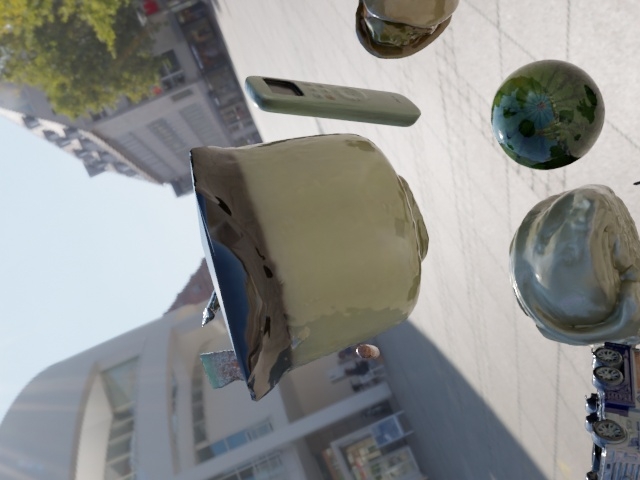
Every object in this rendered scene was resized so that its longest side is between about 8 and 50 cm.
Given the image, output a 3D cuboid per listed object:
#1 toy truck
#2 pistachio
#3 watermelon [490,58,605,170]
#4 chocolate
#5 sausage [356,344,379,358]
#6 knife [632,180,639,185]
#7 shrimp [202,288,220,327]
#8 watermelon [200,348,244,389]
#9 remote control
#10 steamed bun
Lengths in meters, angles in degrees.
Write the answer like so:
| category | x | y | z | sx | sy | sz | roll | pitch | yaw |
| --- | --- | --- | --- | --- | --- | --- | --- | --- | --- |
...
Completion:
| category | x | y | z | sx | sy | sz | roll | pitch | yaw |
| --- | --- | --- | --- | --- | --- | --- | --- | --- | --- |
| toy truck | 0.501 | 0.285 | 1.041 | 0.268 | 0.155 | 0.124 | -54 | -36 | -55 |
| pistachio | 0.127 | -0.354 | 0.993 | 0.215 | 0.144 | 0.144 | -55 | -46 | -40 |
| watermelon | 0.389 | -0.213 | 1.140 | 0.215 | 0.188 | 0.188 | -8 | -108 | -65 |
| chocolate | 0.000 | 0.000 | 0.885 | 0.326 | 0.297 | 0.314 | -118 | 12 | -86 |
| sausage | 0.120 | 0.275 | 1.637 | 0.042 | 0.036 | 0.158 | 37 | 179 | 15 |
| knife | 0.961 | -0.192 | 1.796 | 0.045 | 0.222 | 0.021 | -30 | -81 | -55 |
| shrimp | -0.202 | 0.103 | 1.377 | 0.217 | 0.051 | 0.150 | -58 | 5 | 49 |
| watermelon | -0.168 | 0.307 | 1.719 | 0.154 | 0.241 | 0.094 | -9 | -94 | -68 |
| remote control | 0.025 | -0.225 | 1.079 | 0.090 | 0.310 | 0.038 | 59 | 138 | 44 |
| steamed bun | 0.509 | 0.066 | 1.316 | 0.368 | 0.255 | 0.342 | 9 | -117 | -57 |
